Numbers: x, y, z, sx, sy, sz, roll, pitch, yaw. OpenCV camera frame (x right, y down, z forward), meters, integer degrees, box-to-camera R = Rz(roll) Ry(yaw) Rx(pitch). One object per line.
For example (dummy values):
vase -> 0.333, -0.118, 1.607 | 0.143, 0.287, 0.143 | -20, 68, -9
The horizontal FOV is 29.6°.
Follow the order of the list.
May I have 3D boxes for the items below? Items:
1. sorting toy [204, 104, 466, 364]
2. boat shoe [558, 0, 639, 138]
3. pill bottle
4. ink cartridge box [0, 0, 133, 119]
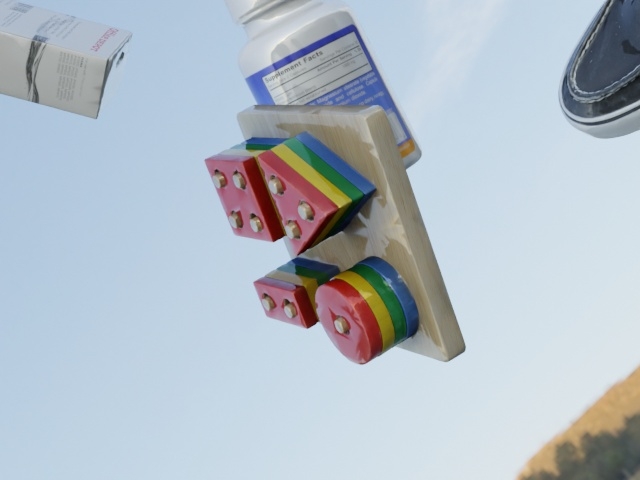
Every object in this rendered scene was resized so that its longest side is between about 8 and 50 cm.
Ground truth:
sorting toy -> 0.000, 0.000, 1.210 | 0.089, 0.255, 0.257 | -29, -71, -25
boat shoe -> 0.267, -0.197, 0.872 | 0.102, 0.108, 0.301 | 10, -46, -43
pill bottle -> -0.004, -0.185, 1.416 | 0.152, 0.272, 0.152 | -27, 6, 3
ink cartridge box -> -0.234, -0.155, 1.008 | 0.099, 0.135, 0.056 | -81, 6, -67
